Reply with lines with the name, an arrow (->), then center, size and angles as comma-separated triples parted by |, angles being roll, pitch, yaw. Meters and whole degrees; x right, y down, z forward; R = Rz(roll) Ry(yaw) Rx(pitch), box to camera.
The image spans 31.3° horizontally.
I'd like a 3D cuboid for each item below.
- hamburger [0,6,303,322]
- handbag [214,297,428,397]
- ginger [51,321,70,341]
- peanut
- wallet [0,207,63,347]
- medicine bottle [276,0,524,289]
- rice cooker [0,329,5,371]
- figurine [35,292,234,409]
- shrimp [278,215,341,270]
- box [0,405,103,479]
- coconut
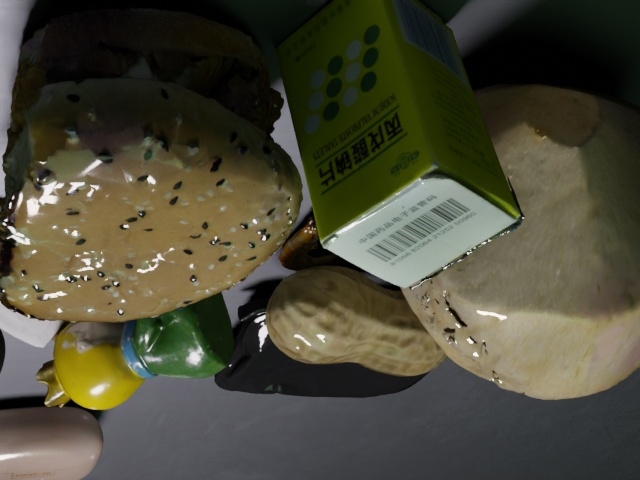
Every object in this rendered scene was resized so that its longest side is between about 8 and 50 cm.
hamburger -> -0.163, -0.065, 1.054 | 0.277, 0.195, 0.318 | -2, 147, -17
handbag -> 0.015, 0.146, 1.551 | 0.332, 0.075, 0.191 | 6, 140, -28
ginger -> -0.273, 0.099, 1.391 | 0.137, 0.044, 0.057 | -14, 157, 1
peanut -> 0.063, 0.099, 1.413 | 0.298, 0.136, 0.120 | 13, 133, -32
wallet -> -0.326, 0.041, 1.246 | 0.124, 0.032, 0.183 | -51, 144, -5
medicine bottle -> 0.067, -0.101, 1.040 | 0.137, 0.250, 0.141 | -33, 141, 27
rice cooker -> -0.433, 0.118, 1.266 | 0.165, 0.112, 0.106 | 10, 173, 27
figurine -> -0.228, 0.095, 1.306 | 0.234, 0.185, 0.127 | -13, -166, 25
shrimp -> 0.000, 0.000, 1.370 | 0.091, 0.025, 0.127 | -4, 150, -18
box -> -0.403, 0.288, 1.580 | 0.200, 0.088, 0.146 | -1, 144, -23
coconut -> 0.233, -0.010, 1.197 | 0.353, 0.352, 0.352 | -11, 147, -7
